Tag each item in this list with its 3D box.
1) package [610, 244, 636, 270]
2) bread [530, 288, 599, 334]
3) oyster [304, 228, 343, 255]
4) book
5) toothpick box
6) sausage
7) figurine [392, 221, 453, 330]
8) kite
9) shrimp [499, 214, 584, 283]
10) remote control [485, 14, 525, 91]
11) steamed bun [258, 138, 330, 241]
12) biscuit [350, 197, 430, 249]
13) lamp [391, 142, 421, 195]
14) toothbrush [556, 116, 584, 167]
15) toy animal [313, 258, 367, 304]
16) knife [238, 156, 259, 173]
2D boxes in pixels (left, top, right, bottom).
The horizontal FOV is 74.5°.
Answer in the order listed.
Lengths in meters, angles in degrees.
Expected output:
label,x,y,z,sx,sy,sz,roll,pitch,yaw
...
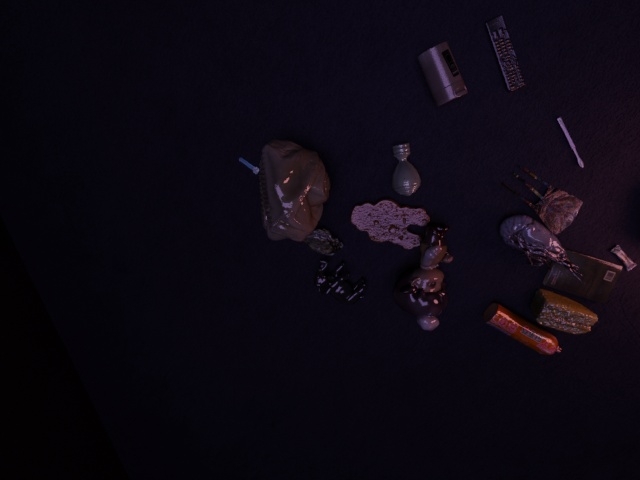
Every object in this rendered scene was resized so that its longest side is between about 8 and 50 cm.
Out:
label,x,y,z,sx,sy,sz,roll,pitch,yaw
package,1.099,0.063,1.527,0.110,0.015,0.037,45,104,-6
bread,0.896,0.270,1.564,0.196,0.138,0.102,17,113,4
oyster,0.000,0.000,1.689,0.177,0.064,0.125,32,125,-11
book,0.972,0.130,1.565,0.228,0.024,0.160,18,107,5
toothpick box,0.410,-0.556,1.417,0.111,0.111,0.180,-23,99,16
sausage,0.792,0.355,1.630,0.312,0.093,0.093,30,109,1
figurine,0.417,0.126,1.571,0.206,0.218,0.364,28,108,11
kite,0.788,-0.154,1.502,0.285,0.015,0.152,36,92,1
shrimp,0.799,0.036,1.519,0.343,0.116,0.145,39,108,7
remote control,0.617,-0.621,1.404,0.063,0.025,0.245,-21,101,14
steamed bun,-0.091,-0.184,1.527,0.255,0.342,0.367,-8,100,-13
biscuit,0.263,-0.072,1.625,0.295,0.044,0.185,18,106,3
lamp,0.304,-0.257,1.537,0.106,0.106,0.192,-10,95,13
toothbrush,0.861,-0.336,1.449,0.014,0.017,0.194,-29,100,18
toy animal,0.073,0.172,1.694,0.245,0.114,0.146,42,108,-4
knife,-0.284,-0.300,1.674,0.096,0.010,0.027,36,110,1
